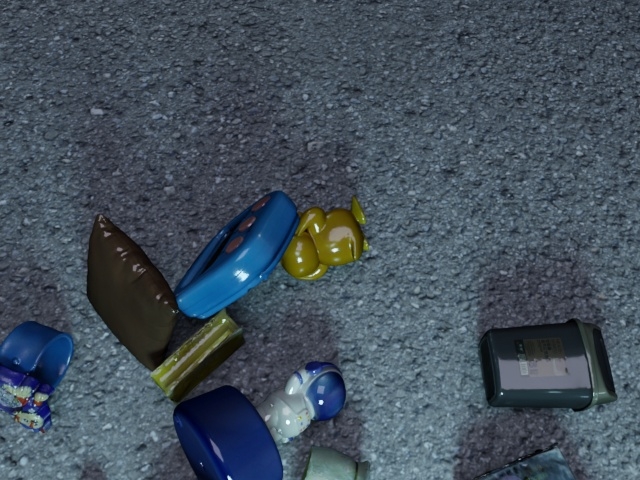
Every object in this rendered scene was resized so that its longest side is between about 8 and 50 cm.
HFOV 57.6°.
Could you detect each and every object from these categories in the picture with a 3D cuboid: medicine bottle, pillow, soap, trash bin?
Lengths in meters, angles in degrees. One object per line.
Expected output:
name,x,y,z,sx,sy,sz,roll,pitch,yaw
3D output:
medicine bottle,0.030,0.536,1.272,0.143,0.147,0.147,15,64,1
pillow,-0.444,0.134,1.368,0.305,0.308,0.108,45,47,17
soap,-0.284,0.279,1.388,0.076,0.135,0.233,40,69,15
trash bin,0.543,0.302,1.396,0.291,0.182,0.209,-3,65,2

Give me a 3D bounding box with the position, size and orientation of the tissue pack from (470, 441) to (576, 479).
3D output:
tissue pack,0.479,0.658,1.250,0.259,0.122,0.361,-15,64,-13

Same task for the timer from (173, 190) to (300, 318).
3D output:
timer,-0.198,0.033,1.406,0.115,0.309,0.340,47,35,-17

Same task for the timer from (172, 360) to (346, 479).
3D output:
timer,-0.102,0.396,1.300,0.384,0.270,0.270,-27,68,-29

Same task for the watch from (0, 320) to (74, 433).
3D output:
watch,-0.663,0.299,1.347,0.171,0.196,0.200,24,44,-2

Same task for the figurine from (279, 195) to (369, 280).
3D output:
figurine,0.009,0.002,1.513,0.228,0.215,0.215,-4,64,10
